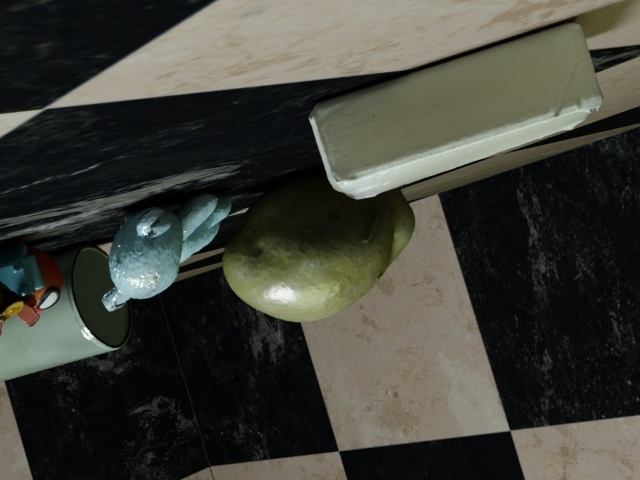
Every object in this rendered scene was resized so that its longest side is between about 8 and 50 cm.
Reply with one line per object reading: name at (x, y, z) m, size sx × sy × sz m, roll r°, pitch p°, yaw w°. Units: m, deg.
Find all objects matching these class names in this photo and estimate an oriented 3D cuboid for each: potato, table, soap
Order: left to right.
table at (-0.344, 0.093, 1.216) m, size 0.220 × 0.126 × 0.126 m, roll -18°, pitch 178°, yaw 18°
potato at (0.000, 0.000, 1.159) m, size 0.235 × 0.160 × 0.178 m, roll -31°, pitch -136°, yaw -26°
soap at (0.091, -0.084, 0.715) m, size 0.183 × 0.064 × 0.121 m, roll -17°, pitch 178°, yaw 6°

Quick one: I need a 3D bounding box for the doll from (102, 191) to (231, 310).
doll at (-0.150, -0.009, 1.006) m, size 0.120 × 0.075 × 0.180 m, roll -61°, pitch 177°, yaw 29°

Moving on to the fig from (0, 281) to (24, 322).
fig at (-0.319, 0.067, 0.760) m, size 0.142 × 0.148 × 0.186 m, roll 1°, pitch 129°, yaw -35°

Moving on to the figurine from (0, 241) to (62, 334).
figurine at (-0.284, 0.039, 0.979) m, size 0.068 × 0.075 × 0.140 m, roll -18°, pitch -171°, yaw -2°
